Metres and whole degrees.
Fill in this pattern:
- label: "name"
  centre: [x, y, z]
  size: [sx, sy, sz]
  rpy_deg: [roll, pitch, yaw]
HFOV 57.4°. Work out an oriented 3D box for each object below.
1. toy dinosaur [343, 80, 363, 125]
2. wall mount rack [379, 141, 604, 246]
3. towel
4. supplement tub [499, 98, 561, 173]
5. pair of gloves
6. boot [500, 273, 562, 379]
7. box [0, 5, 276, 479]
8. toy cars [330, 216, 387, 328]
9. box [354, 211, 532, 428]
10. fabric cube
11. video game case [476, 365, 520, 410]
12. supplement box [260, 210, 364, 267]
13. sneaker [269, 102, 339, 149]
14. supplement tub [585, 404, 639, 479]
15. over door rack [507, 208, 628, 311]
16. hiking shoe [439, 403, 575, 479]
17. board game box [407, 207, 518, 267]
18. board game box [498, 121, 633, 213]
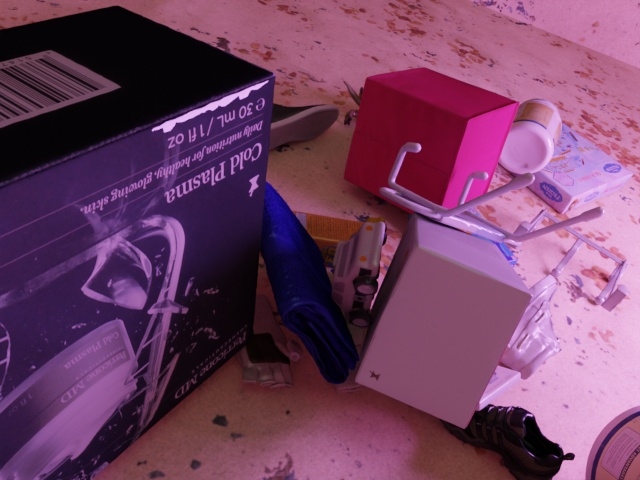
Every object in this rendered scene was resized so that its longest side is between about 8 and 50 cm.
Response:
- label: "toy dinosaur"
  centre: [0.195, -0.352, 1.605]
  size: [0.296, 0.127, 0.200]
  rpy_deg: [31, 33, 33]
- label: "wall mount rack"
  centre: [0.290, -0.071, 1.031]
  size: [0.350, 0.130, 0.304]
  rpy_deg: [14, 13, -35]
- label: "towel"
  centre: [-0.030, 0.055, 0.950]
  size: [0.076, 0.227, 0.308]
  rpy_deg: [-26, 46, 2]
- label: "supplement tub"
  centre: [0.548, -0.278, 1.531]
  size: [0.144, 0.144, 0.199]
  rpy_deg: [28, 44, 11]
- label: "pair of gloves"
  centre: [-0.032, 0.168, 1.015]
  size: [0.240, 0.042, 0.204]
  rpy_deg: [4, 43, -18]
- label: "boot"
  centre: [0.424, 0.172, 1.155]
  size: [0.258, 0.095, 0.123]
  rpy_deg: [-32, 71, -35]
- label: "box"
  centre: [-0.324, 0.026, 0.719]
  size: [0.297, 0.471, 0.480]
  rpy_deg: [29, 42, 22]
- label: "toy cars"
  centre: [0.057, 0.044, 0.982]
  size: [0.087, 0.176, 0.394]
  rpy_deg: [10, 5, 5]
- label: "box"
  centre: [0.184, 0.100, 0.936]
  size: [0.168, 0.215, 0.345]
  rpy_deg: [23, 13, 4]
- label: "fabric cube"
  centre: [0.248, -0.223, 1.333]
  size: [0.258, 0.259, 0.254]
  rpy_deg: [31, 36, 28]
- label: "video game case"
  centre: [0.238, 0.231, 0.986]
  size: [0.143, 0.019, 0.157]
  rpy_deg: [12, 15, 40]
- label: "supplement box"
  centre: [0.000, 0.000, 1.180]
  size: [0.234, 0.078, 0.080]
  rpy_deg: [7, 43, -12]
- label: "sneaker"
  centre: [-0.094, -0.319, 1.466]
  size: [0.296, 0.104, 0.147]
  rpy_deg: [-24, 61, -32]
- label: "supplement tub"
  centre: [0.525, 0.365, 0.758]
  size: [0.236, 0.235, 0.325]
  rpy_deg: [19, 0, 0]
- label: "over door rack"
  centre: [0.538, 0.045, 1.283]
  size: [0.239, 0.108, 0.324]
  rpy_deg: [37, 24, 19]
- label: "hiking shoe"
  centre: [0.291, 0.291, 0.943]
  size: [0.227, 0.114, 0.086]
  rpy_deg: [33, 43, 16]
- label: "board game box"
  centre: [0.318, -0.005, 1.323]
  size: [0.160, 0.047, 0.210]
  rpy_deg: [-8, 46, -27]
- label: "board game box"
  centre: [0.675, -0.232, 1.681]
  size: [0.319, 0.066, 0.318]
  rpy_deg: [-18, 53, -33]
